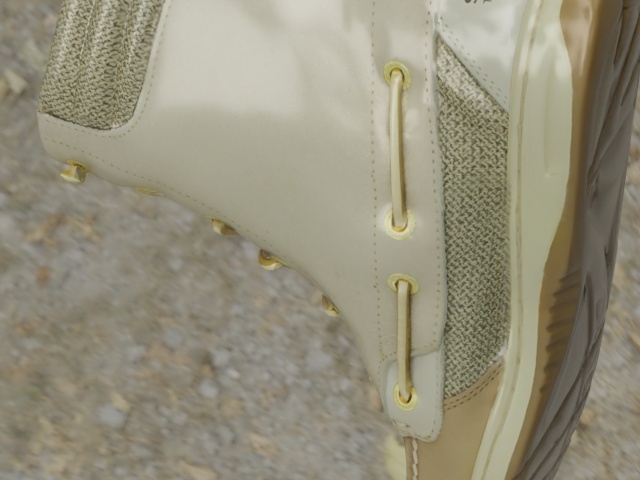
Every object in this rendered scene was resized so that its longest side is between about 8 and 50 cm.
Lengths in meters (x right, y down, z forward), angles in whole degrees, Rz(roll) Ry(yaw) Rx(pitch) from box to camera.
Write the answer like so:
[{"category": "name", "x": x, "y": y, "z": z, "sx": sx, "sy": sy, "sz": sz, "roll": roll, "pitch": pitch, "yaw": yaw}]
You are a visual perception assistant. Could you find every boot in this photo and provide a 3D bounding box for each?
[{"category": "boot", "x": 0.000, "y": 0.000, "z": 0.661, "sx": 0.203, "sy": 0.262, "sz": 0.095, "roll": 16, "pitch": 37, "yaw": 19}]
